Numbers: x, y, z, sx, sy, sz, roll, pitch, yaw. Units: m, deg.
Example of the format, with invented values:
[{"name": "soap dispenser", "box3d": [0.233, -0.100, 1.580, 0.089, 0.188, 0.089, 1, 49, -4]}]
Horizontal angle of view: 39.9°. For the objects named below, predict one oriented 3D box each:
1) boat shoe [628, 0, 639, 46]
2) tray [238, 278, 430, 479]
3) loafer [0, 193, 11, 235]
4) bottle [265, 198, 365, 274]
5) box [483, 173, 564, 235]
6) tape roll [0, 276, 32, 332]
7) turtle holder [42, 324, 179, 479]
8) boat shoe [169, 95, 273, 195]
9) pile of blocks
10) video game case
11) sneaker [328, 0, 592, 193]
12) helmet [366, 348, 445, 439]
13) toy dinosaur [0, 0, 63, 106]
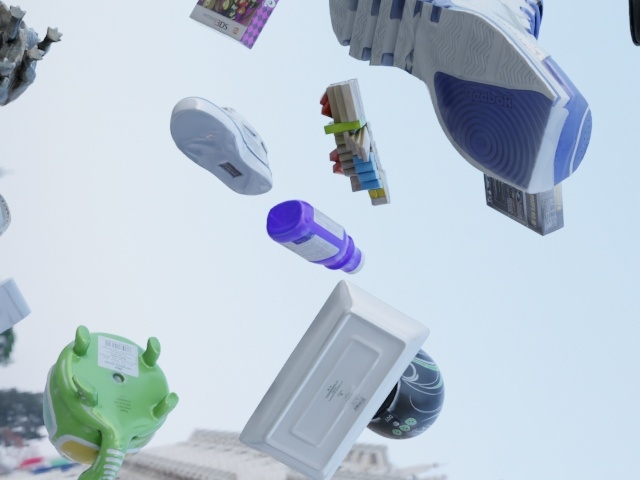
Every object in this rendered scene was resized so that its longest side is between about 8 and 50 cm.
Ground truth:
[{"name": "boat shoe", "box3d": [0.544, -0.472, 1.471, 0.113, 0.105, 0.306, -104, 176, -53]}, {"name": "tray", "box3d": [0.018, 0.198, 1.176, 0.270, 0.145, 0.030, -57, -168, 11]}, {"name": "loafer", "box3d": [-0.463, -0.043, 1.095, 0.112, 0.112, 0.319, 63, 7, 1]}, {"name": "bottle", "box3d": [0.000, 0.000, 1.990, 0.118, 0.283, 0.092, -14, -119, 33]}, {"name": "box", "box3d": [0.384, -0.146, 1.699, 0.183, 0.056, 0.231, 38, -34, 55]}, {"name": "tape roll", "box3d": [-0.609, 0.143, 1.497, 0.072, 0.219, 0.219, 64, -24, -10]}, {"name": "turtle holder", "box3d": [-0.415, 0.344, 1.725, 0.320, 0.243, 0.227, 51, -60, 26]}, {"name": "boat shoe", "box3d": [-0.146, -0.153, 1.305, 0.258, 0.095, 0.084, 55, 30, -62]}, {"name": "pile of blocks", "box3d": [0.064, -0.203, 2.019, 0.149, 0.113, 0.362, -81, 156, -50]}, {"name": "video game case", "box3d": [-0.147, -0.514, 1.761, 0.210, 0.042, 0.232, 36, -82, 45]}, {"name": "sneaker", "box3d": [0.165, -0.191, 0.838, 0.315, 0.182, 0.127, 49, -38, 37]}, {"name": "helmet", "box3d": [0.125, 0.244, 1.455, 0.169, 0.162, 0.169, -17, -117, 37]}, {"name": "toy dinosaur", "box3d": [-0.547, -0.306, 1.563, 0.160, 0.121, 0.313, -40, -140, 49]}]
